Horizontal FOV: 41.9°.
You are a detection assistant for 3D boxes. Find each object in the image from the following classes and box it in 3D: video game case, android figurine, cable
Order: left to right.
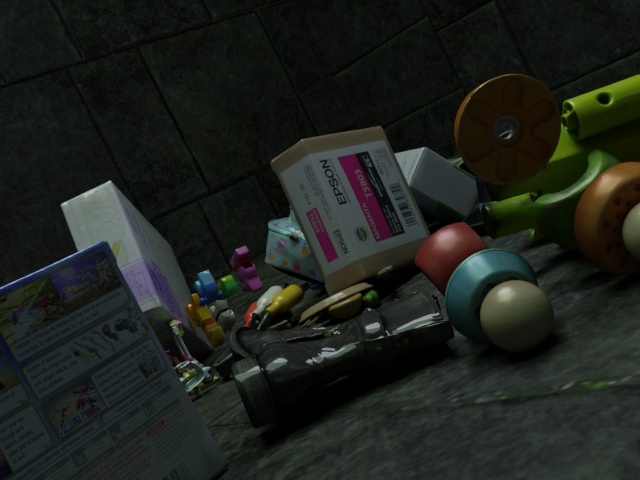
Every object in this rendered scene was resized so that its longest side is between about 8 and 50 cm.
[{"bbox_3d":[-0.231,0.158,0.693,0.061,0.244,0.269,-23,5,38],"label":"video game case"},{"bbox_3d":[-0.120,0.142,1.338,0.139,0.072,0.287,-27,2,27],"label":"cable"},{"bbox_3d":[0.309,-0.081,0.907,0.273,0.056,0.248,-19,-30,0],"label":"android figurine"}]

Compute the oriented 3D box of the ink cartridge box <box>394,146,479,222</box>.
[{"bbox_3d":[0.193,-0.103,1.646,0.208,0.153,0.086,-1,64,66],"label":"ink cartridge box"}]

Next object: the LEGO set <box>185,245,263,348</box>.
[{"bbox_3d":[-0.162,0.115,1.370,0.087,0.093,0.227,-21,-21,-28],"label":"LEGO set"}]

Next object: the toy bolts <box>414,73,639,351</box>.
[{"bbox_3d":[0.188,-0.014,0.731,0.228,0.218,0.158,-45,20,3],"label":"toy bolts"}]

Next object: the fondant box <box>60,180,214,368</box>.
[{"bbox_3d":[-0.304,0.074,1.437,0.096,0.238,0.330,-26,-20,-1],"label":"fondant box"}]

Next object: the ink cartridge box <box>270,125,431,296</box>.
[{"bbox_3d":[0.057,-0.052,1.314,0.193,0.234,0.088,-18,-9,-46],"label":"ink cartridge box"}]

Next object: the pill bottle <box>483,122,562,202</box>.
[{"bbox_3d":[0.327,-0.101,1.128,0.219,0.122,0.123,-14,-6,-43],"label":"pill bottle"}]

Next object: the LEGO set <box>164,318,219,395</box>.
[{"bbox_3d":[-0.257,0.196,1.301,0.132,0.107,0.287,-30,6,-39],"label":"LEGO set"}]

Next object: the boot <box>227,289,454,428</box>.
[{"bbox_3d":[0.022,0.114,0.900,0.229,0.091,0.263,-22,8,-5],"label":"boot"}]

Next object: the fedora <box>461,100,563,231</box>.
[{"bbox_3d":[0.347,-0.141,1.403,0.334,0.152,0.334,-27,4,2],"label":"fedora"}]

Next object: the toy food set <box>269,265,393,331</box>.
[{"bbox_3d":[0.027,0.101,1.210,0.192,0.038,0.132,-27,-10,1],"label":"toy food set"}]

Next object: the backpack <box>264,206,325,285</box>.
[{"bbox_3d":[0.000,0.000,1.442,0.188,0.144,0.166,5,12,37],"label":"backpack"}]

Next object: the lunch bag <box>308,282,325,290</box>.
[{"bbox_3d":[0.072,0.015,1.600,0.219,0.090,0.176,-24,5,22],"label":"lunch bag"}]

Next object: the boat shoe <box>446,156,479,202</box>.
[{"bbox_3d":[0.307,-0.128,1.765,0.305,0.109,0.091,-21,1,22],"label":"boat shoe"}]
